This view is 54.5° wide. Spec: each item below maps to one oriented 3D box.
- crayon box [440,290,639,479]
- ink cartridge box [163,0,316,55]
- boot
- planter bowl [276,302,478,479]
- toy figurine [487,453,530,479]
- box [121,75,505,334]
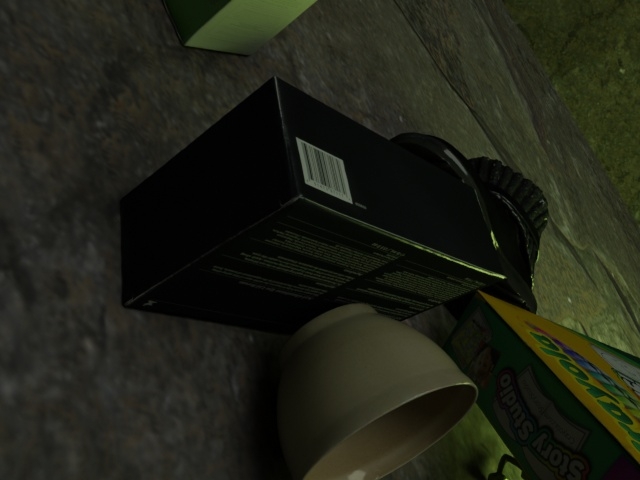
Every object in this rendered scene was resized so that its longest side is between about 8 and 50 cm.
[{"bbox_3d":[0.341,0.226,0.667,0.313,0.106,0.363,23,17,-24],"label":"crayon box"},{"bbox_3d":[-0.046,-0.271,0.621,0.109,0.209,0.062,-14,79,-55],"label":"ink cartridge box"},{"bbox_3d":[0.204,-0.056,0.860,0.348,0.131,0.260,55,40,-29],"label":"boot"},{"bbox_3d":[0.030,0.121,0.510,0.162,0.162,0.109,12,37,-48],"label":"planter bowl"},{"bbox_3d":[0.222,0.403,0.609,0.362,0.191,0.217,-22,115,-63],"label":"toy figurine"},{"bbox_3d":[0.000,0.000,0.515,0.261,0.184,0.103,19,50,-45],"label":"box"}]
